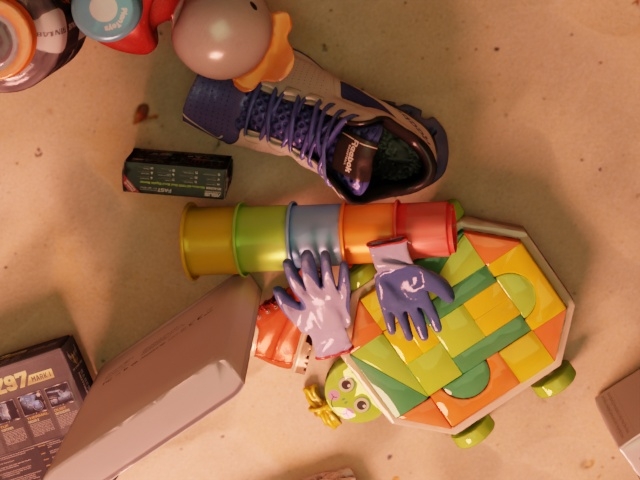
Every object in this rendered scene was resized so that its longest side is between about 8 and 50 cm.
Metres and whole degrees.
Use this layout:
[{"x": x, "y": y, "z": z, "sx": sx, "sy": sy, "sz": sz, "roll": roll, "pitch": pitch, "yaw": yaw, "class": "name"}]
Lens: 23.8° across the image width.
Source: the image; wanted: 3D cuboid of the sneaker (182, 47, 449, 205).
[{"x": 0.004, "y": -0.130, "z": 1.712, "sx": 0.316, "sy": 0.182, "sz": 0.127, "roll": 19, "pitch": 102, "yaw": -4, "class": "sneaker"}]

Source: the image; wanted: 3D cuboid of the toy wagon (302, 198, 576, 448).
[{"x": 0.133, "y": 0.127, "z": 1.830, "sx": 0.344, "sy": 0.068, "sz": 0.267, "roll": -34, "pitch": 100, "yaw": 8, "class": "toy wagon"}]

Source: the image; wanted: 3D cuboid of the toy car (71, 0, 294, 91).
[{"x": -0.123, "y": -0.268, "z": 1.662, "sx": 0.238, "sy": 0.219, "sz": 0.210, "roll": 30, "pitch": 102, "yaw": -7, "class": "toy car"}]

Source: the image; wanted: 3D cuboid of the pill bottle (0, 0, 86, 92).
[{"x": -0.335, "y": -0.232, "z": 1.658, "sx": 0.131, "sy": 0.245, "sz": 0.130, "roll": 0, "pitch": 104, "yaw": 0, "class": "pill bottle"}]

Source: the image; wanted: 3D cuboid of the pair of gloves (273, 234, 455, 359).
[{"x": 0.051, "y": 0.064, "z": 1.743, "sx": 0.198, "sy": 0.023, "sz": 0.159, "roll": -14, "pitch": 126, "yaw": 9, "class": "pair of gloves"}]

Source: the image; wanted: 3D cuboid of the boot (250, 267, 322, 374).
[{"x": -0.041, "y": 0.080, "z": 1.828, "sx": 0.085, "sy": 0.059, "sz": 0.157, "roll": 14, "pitch": 104, "yaw": 2, "class": "boot"}]

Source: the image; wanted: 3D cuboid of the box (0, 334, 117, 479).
[{"x": -0.381, "y": 0.236, "z": 1.859, "sx": 0.233, "sy": 0.059, "sz": 0.183, "roll": -19, "pitch": 103, "yaw": 10, "class": "box"}]

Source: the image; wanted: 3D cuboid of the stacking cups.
[{"x": 0.000, "y": 0.000, "z": 1.764, "sx": 0.316, "sy": 0.096, "sz": 0.096, "roll": 0, "pitch": 104, "yaw": 10, "class": "stacking cups"}]

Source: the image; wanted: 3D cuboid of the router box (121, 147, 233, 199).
[{"x": -0.166, "y": -0.078, "z": 1.772, "sx": 0.123, "sy": 0.092, "sz": 0.038, "roll": 5, "pitch": 104, "yaw": 0, "class": "router box"}]

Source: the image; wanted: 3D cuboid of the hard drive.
[{"x": -0.176, "y": 0.154, "z": 1.693, "sx": 0.233, "sy": 0.353, "sz": 0.047, "roll": -34, "pitch": 100, "yaw": 8, "class": "hard drive"}]

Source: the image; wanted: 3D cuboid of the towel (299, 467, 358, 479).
[{"x": -0.050, "y": 0.414, "z": 1.912, "sx": 0.282, "sy": 0.049, "sz": 0.187, "roll": -25, "pitch": 101, "yaw": 7, "class": "towel"}]

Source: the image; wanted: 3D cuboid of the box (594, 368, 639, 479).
[{"x": 0.441, "y": 0.211, "z": 1.788, "sx": 0.182, "sy": 0.181, "sz": 0.119, "roll": -34, "pitch": 100, "yaw": 9, "class": "box"}]
